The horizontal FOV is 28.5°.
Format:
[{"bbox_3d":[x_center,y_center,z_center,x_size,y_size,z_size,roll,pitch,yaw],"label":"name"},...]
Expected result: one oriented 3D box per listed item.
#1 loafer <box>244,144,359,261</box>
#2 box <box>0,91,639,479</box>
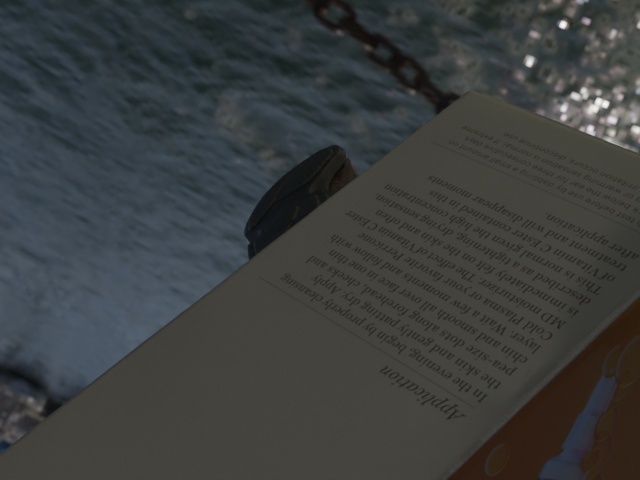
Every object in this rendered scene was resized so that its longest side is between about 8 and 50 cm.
[{"bbox_3d":[0.000,0.000,1.055,0.095,0.109,0.302,51,-170,-11],"label":"loafer"},{"bbox_3d":[0.032,0.123,0.592,0.168,0.345,0.215,29,148,41],"label":"box"}]
